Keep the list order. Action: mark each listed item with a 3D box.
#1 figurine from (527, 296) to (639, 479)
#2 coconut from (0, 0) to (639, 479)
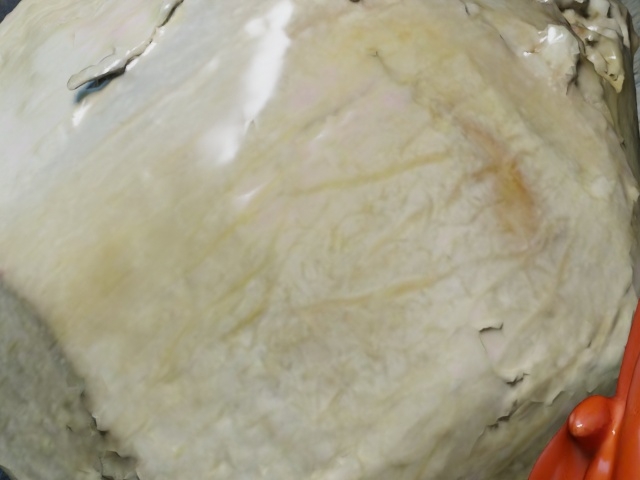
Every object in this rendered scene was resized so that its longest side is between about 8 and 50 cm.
[{"bbox_3d":[0.176,0.042,0.590,0.208,0.181,0.257,-12,34,43],"label":"figurine"},{"bbox_3d":[0.000,0.000,0.834,0.404,0.404,0.404,-40,11,10],"label":"coconut"}]
